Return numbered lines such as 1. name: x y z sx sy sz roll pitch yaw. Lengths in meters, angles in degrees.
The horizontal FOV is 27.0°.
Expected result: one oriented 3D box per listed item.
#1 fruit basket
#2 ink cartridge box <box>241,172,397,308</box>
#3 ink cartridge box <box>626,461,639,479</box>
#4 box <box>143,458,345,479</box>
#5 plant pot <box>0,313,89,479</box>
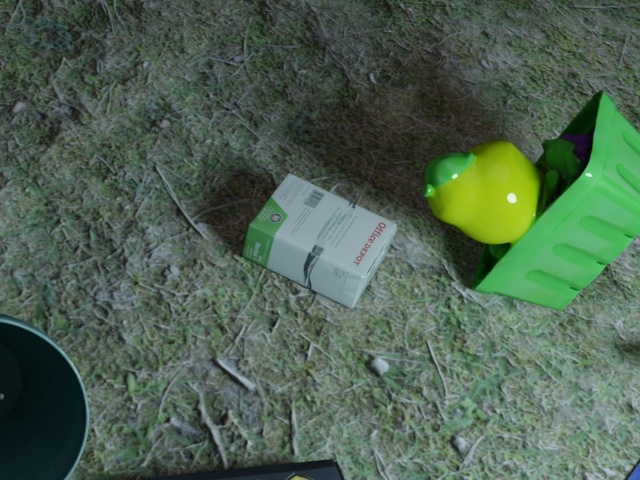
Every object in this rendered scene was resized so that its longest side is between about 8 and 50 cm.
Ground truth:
1. fruit basket: 0.351 -0.082 2.288 0.392 0.392 0.283 20 44 3
2. ink cartridge box: 0.000 0.000 2.297 0.219 0.092 0.160 26 45 9
3. ink cartridge box: 0.616 0.449 2.063 0.311 0.065 0.186 34 46 19
4. box: -0.076 0.436 1.823 0.295 0.073 0.293 -1 35 -19
5. plant pot: -0.476 0.221 1.841 0.290 0.290 0.195 1 12 -16
